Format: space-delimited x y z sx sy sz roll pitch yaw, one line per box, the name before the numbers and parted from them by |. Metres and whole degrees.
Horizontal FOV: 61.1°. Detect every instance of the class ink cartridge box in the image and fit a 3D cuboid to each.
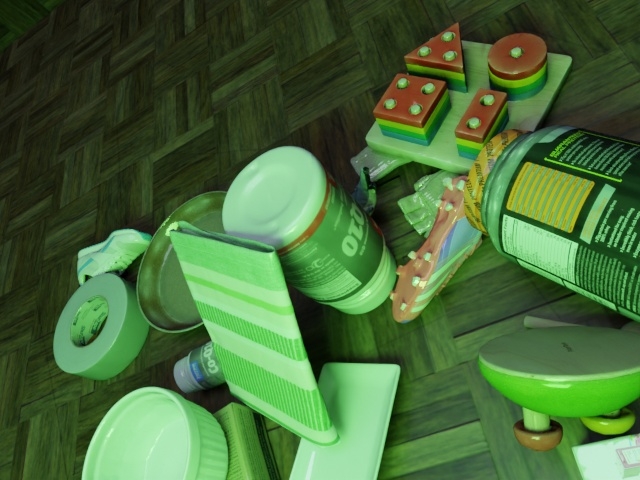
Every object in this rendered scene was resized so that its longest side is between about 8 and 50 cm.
ink cartridge box | 0.345 0.236 0.584 0.122 0.088 0.052 -21 62 23
ink cartridge box | -0.180 0.397 0.842 0.235 0.088 0.193 -33 53 13

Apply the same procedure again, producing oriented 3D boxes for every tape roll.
tape roll | -0.468 0.184 1.162 0.219 0.072 0.219 -16 58 27

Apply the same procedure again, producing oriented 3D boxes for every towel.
towel | -0.094 0.133 0.765 0.038 0.324 0.248 -33 30 -34

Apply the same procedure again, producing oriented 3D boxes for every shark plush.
shark plush | 0.059 -0.061 0.910 0.067 0.161 0.073 2 71 -8

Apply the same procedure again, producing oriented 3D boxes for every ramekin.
ramekin | -0.231 0.326 0.787 0.207 0.109 0.207 -15 58 26

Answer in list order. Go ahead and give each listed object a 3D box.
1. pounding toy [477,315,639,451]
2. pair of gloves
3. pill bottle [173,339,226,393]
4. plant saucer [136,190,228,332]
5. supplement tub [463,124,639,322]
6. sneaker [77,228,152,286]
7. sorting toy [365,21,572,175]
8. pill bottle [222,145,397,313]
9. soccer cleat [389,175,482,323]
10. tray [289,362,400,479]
pounding toy | 0.287 0.165 0.612 0.183 0.237 0.110 -5 95 38
pair of gloves | 0.187 -0.131 0.926 0.204 0.042 0.240 -42 55 0
pill bottle | -0.185 0.215 0.953 0.137 0.078 0.078 -29 52 17
plant saucer | -0.247 0.045 1.110 0.311 0.050 0.310 -15 57 25
supplement tub | 0.344 -0.026 0.654 0.193 0.193 0.316 -53 44 -3
sneaker | -0.467 0.043 1.239 0.229 0.087 0.092 -24 60 29
sorting toy | 0.234 -0.246 0.886 0.257 0.089 0.255 22 71 32
pill bottle | 0.000 0.000 0.816 0.161 0.283 0.161 -16 57 26
soccer cleat | 0.190 0.022 0.818 0.248 0.095 0.083 -66 18 6
tray | 0.030 0.304 0.764 0.145 0.030 0.270 -8 51 38
